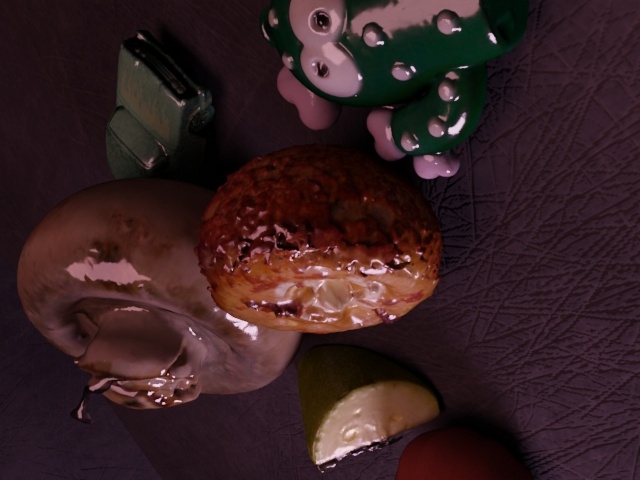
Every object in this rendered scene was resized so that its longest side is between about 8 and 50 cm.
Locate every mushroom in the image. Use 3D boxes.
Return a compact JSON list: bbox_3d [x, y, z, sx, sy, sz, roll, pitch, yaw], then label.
[{"bbox_3d":[-0.199,0.097,0.907,0.362,0.294,0.362,8,145,6],"label":"mushroom"}]

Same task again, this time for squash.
[{"bbox_3d":[0.043,0.182,0.971,0.252,0.169,0.093,-115,3,-77],"label":"squash"}]

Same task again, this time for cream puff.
[{"bbox_3d":[0.001,0.000,0.691,0.240,0.240,0.164,119,146,-55],"label":"cream puff"}]

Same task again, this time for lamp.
[{"bbox_3d":[0.160,0.300,0.813,0.182,0.140,0.182,28,135,31],"label":"lamp"}]

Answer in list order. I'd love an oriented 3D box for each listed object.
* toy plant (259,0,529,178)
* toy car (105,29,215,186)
[{"bbox_3d":[0.039,-0.173,0.571,0.243,0.112,0.232,30,135,26],"label":"toy plant"},{"bbox_3d":[-0.222,-0.116,0.975,0.141,0.097,0.320,44,146,16],"label":"toy car"}]
